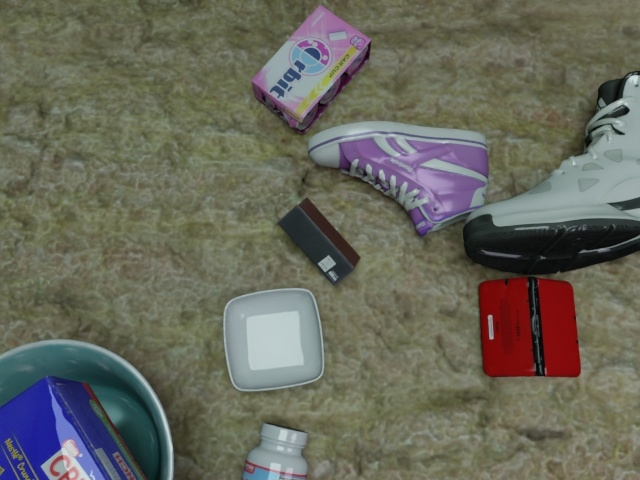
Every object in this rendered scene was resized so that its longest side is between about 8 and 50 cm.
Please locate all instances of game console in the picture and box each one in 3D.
[{"bbox_3d":[0.311,0.132,0.926,0.124,0.085,0.144,-9,72,31],"label":"game console"}]

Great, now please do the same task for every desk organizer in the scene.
[{"bbox_3d":[0.000,0.000,0.945,0.047,0.050,0.130,-40,94,25],"label":"desk organizer"}]

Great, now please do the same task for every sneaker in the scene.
[{"bbox_3d":[0.117,-0.090,0.944,0.282,0.102,0.161,3,79,2],"label":"sneaker"},{"bbox_3d":[0.402,-0.105,0.931,0.447,0.169,0.258,-8,67,-9],"label":"sneaker"}]

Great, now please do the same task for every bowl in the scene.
[{"bbox_3d":[-0.329,0.295,0.817,0.311,0.163,0.312,0,75,0],"label":"bowl"},{"bbox_3d":[-0.068,0.146,0.908,0.141,0.053,0.142,-7,76,-1],"label":"bowl"}]

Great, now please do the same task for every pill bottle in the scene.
[{"bbox_3d":[-0.066,0.336,0.842,0.087,0.087,0.160,12,75,4],"label":"pill bottle"}]

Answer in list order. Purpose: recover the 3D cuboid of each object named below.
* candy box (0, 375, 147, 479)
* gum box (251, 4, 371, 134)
[{"bbox_3d":[-0.335,0.347,0.659,0.317,0.122,0.268,-35,77,-6],"label":"candy box"},{"bbox_3d":[-0.017,-0.275,1.010,0.107,0.062,0.188,38,79,10],"label":"gum box"}]
